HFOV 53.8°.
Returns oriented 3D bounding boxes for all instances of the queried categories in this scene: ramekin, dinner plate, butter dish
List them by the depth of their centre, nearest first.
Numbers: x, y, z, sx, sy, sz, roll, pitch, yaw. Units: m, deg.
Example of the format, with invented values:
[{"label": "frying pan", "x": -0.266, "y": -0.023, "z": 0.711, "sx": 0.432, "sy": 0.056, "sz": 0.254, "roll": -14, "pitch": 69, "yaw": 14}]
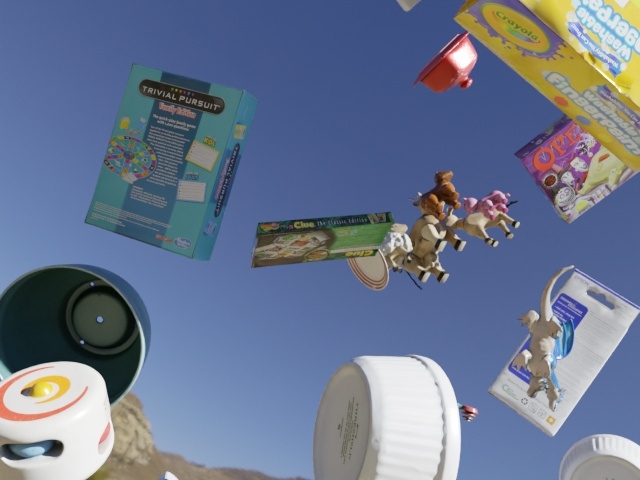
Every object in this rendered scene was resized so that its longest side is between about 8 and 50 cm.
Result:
[{"label": "ramekin", "x": 0.084, "y": 0.299, "z": 0.957, "sx": 0.127, "sy": 0.272, "sz": 0.273, "roll": 14, "pitch": -24, "yaw": -18}, {"label": "ramekin", "x": 0.610, "y": 0.522, "z": 1.327, "sx": 0.207, "sy": 0.207, "sz": 0.109, "roll": 13, "pitch": 1, "yaw": 24}, {"label": "dinner plate", "x": 0.102, "y": 0.042, "z": 1.364, "sx": 0.141, "sy": 0.017, "sz": 0.141, "roll": 40, "pitch": -34, "yaw": 34}, {"label": "butter dish", "x": 0.347, "y": -0.446, "z": 1.653, "sx": 0.118, "sy": 0.160, "sz": 0.160, "roll": 45, "pitch": -30, "yaw": -4}]

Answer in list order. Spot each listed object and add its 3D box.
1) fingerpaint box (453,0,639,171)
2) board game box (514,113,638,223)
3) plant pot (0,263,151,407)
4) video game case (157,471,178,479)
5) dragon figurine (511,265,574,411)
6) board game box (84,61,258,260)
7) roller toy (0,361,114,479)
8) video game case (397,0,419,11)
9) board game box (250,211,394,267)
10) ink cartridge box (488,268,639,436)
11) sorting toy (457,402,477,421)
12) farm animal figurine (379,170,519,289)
[{"label": "fingerpaint box", "x": 0.511, "y": -0.396, "z": 1.057, "sx": 0.445, "sy": 0.371, "sz": 0.163, "roll": 35, "pitch": -8, "yaw": -12}, {"label": "board game box", "x": 0.598, "y": -0.213, "z": 1.302, "sx": 0.347, "sy": 0.056, "sz": 0.208, "roll": -40, "pitch": -67, "yaw": 12}, {"label": "plant pot", "x": -0.465, "y": 0.176, "z": 1.254, "sx": 0.293, "sy": 0.293, "sz": 0.196, "roll": 27, "pitch": 9, "yaw": -1}, {"label": "video game case", "x": -0.364, "y": 0.588, "z": 1.062, "sx": 0.036, "sy": 0.300, "sz": 0.329, "roll": 45, "pitch": 2, "yaw": -15}, {"label": "dragon figurine", "x": 0.445, "y": 0.191, "z": 1.239, "sx": 0.085, "sy": 0.288, "sz": 0.144, "roll": 7, "pitch": -2, "yaw": 33}, {"label": "board game box", "x": -0.295, "y": -0.155, "z": 1.251, "sx": 0.254, "sy": 0.335, "sz": 0.079, "roll": 18, "pitch": 1, "yaw": 16}, {"label": "roller toy", "x": -0.434, "y": 0.289, "z": 1.010, "sx": 0.191, "sy": 0.209, "sz": 0.146, "roll": 16, "pitch": -62, "yaw": 34}, {"label": "video game case", "x": 0.160, "y": -0.563, "z": 1.115, "sx": 0.227, "sy": 0.206, "sz": 0.026, "roll": 48, "pitch": -3, "yaw": -15}, {"label": "board game box", "x": 0.000, "y": 0.000, "z": 1.207, "sx": 0.260, "sy": 0.030, "sz": 0.136, "roll": -5, "pitch": -31, "yaw": -17}, {"label": "ink cartridge box", "x": 0.583, "y": 0.267, "z": 1.517, "sx": 0.176, "sy": 0.370, "sz": 0.069, "roll": 35, "pitch": -3, "yaw": 22}, {"label": "sorting toy", "x": 0.383, "y": 0.474, "z": 1.746, "sx": 0.102, "sy": 0.042, "sz": 0.061, "roll": 3, "pitch": -20, "yaw": 47}, {"label": "farm animal figurine", "x": 0.305, "y": -0.037, "z": 1.600, "sx": 0.330, "sy": 0.326, "sz": 0.172, "roll": 23, "pitch": 20, "yaw": -42}]
